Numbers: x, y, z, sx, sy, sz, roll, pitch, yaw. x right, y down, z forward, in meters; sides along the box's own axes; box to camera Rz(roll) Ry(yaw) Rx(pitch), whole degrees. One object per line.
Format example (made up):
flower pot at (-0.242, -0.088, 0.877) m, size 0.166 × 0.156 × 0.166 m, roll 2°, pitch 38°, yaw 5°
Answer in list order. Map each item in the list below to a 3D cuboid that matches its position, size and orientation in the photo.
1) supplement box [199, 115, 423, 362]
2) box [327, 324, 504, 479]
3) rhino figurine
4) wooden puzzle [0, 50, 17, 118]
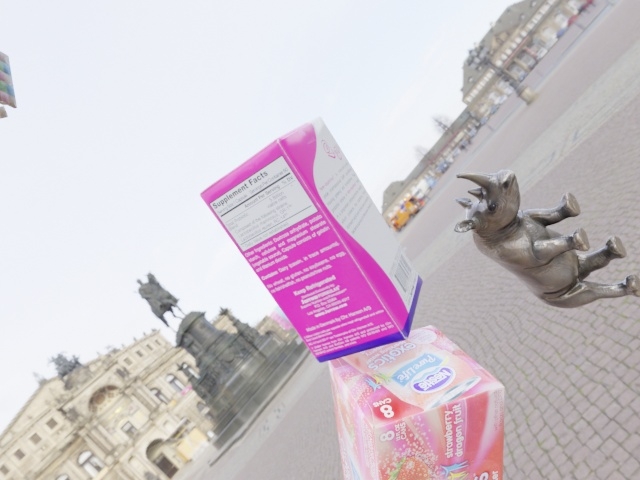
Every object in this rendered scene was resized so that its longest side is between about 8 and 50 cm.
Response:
supplement box at (0.000, 0.000, 0.434) m, size 0.114 × 0.220 × 0.111 m, roll -25°, pitch 14°, yaw 30°
box at (0.112, 0.279, 0.502) m, size 0.154 × 0.299 × 0.142 m, roll -11°, pitch 18°, yaw -14°
rhino figurine at (0.231, 0.000, 0.451) m, size 0.106 × 0.243 × 0.073 m, roll -33°, pitch 31°, yaw 48°
wooden puzzle at (-0.288, -0.148, 0.360) m, size 0.006 × 0.083 × 0.049 m, roll -9°, pitch 0°, yaw -1°
